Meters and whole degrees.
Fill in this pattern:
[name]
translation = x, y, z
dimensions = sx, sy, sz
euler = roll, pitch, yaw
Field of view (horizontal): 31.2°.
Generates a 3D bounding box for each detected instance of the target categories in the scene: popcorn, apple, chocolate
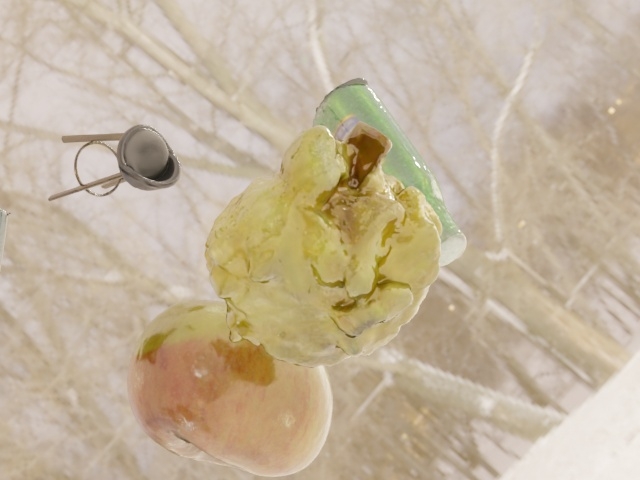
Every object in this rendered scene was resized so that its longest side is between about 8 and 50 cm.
[popcorn]
translation = 0.000, 0.000, 1.160
dimensions = 0.192, 0.233, 0.266
euler = -98, 17, -59
[apple]
translation = -0.104, 0.181, 1.405
dimensions = 0.261, 0.261, 0.194
euler = 94, -171, -75
[chocolate]
translation = 0.093, -0.080, 1.468
dimensions = 0.110, 0.291, 0.110
euler = -19, -41, -17

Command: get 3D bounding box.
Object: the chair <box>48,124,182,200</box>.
[chair]
translation = -0.292, -0.111, 1.617
dimensions = 0.221, 0.095, 0.104
euler = -3, 14, 44

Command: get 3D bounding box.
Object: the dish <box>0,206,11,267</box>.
[dish]
translation = -0.461, -0.001, 1.518
dimensions = 0.243, 0.080, 0.182
euler = 177, 102, -69
